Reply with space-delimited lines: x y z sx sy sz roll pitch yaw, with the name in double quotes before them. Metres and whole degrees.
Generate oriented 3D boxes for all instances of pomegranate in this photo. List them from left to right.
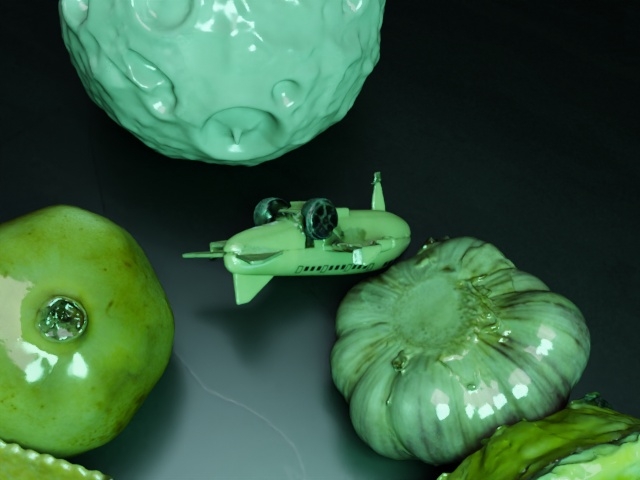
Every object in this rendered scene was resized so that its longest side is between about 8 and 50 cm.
"pomegranate" -0.239 0.082 0.711 0.233 0.233 0.233 2 62 -4

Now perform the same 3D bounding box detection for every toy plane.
"toy plane" 0.000 0.000 0.815 0.256 0.242 0.104 -20 103 -39

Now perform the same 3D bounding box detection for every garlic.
"garlic" 0.131 0.114 0.764 0.245 0.160 0.245 -19 38 16

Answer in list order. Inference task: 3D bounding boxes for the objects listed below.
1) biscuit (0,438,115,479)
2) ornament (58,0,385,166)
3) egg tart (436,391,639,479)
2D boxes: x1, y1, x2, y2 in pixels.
"biscuit" -0.282 0.257 0.644 0.237 0.013 0.232 17 104 4
"ornament" -0.098 -0.231 0.823 0.337 0.337 0.337 2 62 -4
"egg tart" 0.187 0.229 0.649 0.315 0.315 0.120 -16 43 -14
